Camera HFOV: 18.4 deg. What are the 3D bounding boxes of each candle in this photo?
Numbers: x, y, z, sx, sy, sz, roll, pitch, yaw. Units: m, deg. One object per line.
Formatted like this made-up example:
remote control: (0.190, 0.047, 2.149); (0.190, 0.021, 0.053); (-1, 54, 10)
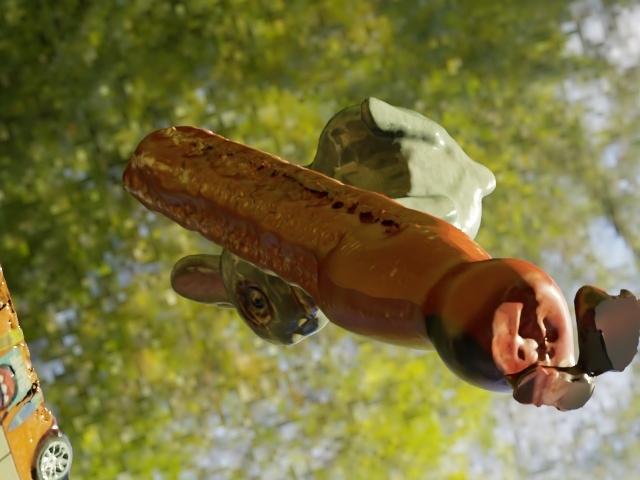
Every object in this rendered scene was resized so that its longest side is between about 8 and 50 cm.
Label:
candle: (0.000, 0.000, 0.735); (0.051, 0.048, 0.329); (14, -175, -30)

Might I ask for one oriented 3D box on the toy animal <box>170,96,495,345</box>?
toy animal: (0.001, 0.010, 1.256); (0.138, 0.108, 0.236); (7, 143, -35)

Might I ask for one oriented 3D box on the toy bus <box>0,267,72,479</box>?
toy bus: (-0.252, 0.086, 1.377); (0.093, 0.409, 0.092); (6, -148, 36)
